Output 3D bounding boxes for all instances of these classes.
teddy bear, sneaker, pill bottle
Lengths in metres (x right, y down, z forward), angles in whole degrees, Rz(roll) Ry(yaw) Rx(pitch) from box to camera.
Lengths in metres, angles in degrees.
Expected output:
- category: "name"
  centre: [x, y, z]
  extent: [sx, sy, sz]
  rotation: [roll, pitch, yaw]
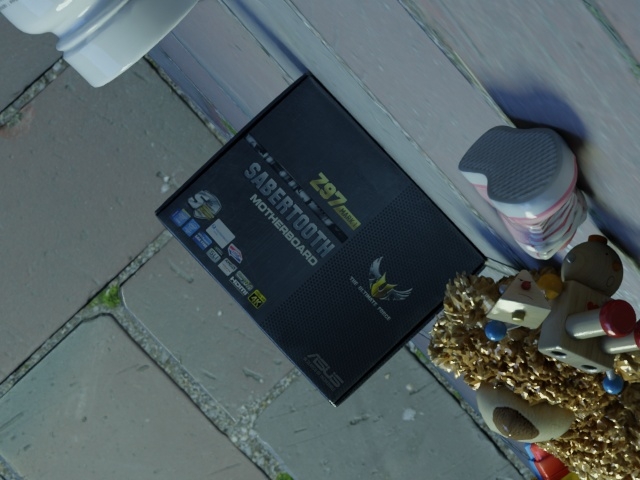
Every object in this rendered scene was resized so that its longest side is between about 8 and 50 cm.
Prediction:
- category: "teddy bear"
  centre: [0.182, 0.124, 1.336]
  extent: [0.245, 0.113, 0.338]
  rotation: [44, 176, 5]
- category: "sneaker"
  centre: [0.122, -0.021, 0.925]
  extent: [0.070, 0.051, 0.134]
  rotation: [46, 180, -14]
- category: "pill bottle"
  centre: [-0.235, -0.274, 1.427]
  extent: [0.283, 0.160, 0.160]
  rotation: [48, 176, -16]

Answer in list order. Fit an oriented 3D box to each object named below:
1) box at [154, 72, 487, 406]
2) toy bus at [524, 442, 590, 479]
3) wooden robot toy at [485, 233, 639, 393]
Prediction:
- category: "box"
  centre: [0.000, 0.000, 1.497]
  extent: [0.232, 0.183, 0.059]
  rotation: [48, 176, 1]
- category: "toy bus"
  centre: [0.278, 0.266, 1.715]
  extent: [0.211, 0.149, 0.220]
  rotation: [63, 174, -2]
- category: "wooden robot toy"
  centre: [0.167, 0.034, 0.986]
  extent: [0.173, 0.079, 0.076]
  rotation: [24, 152, -28]
